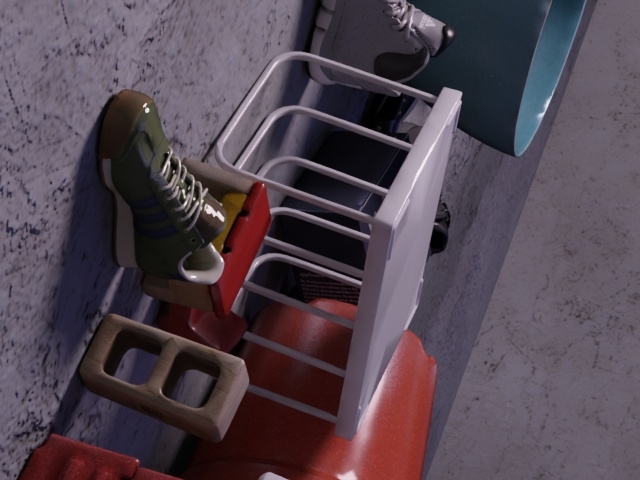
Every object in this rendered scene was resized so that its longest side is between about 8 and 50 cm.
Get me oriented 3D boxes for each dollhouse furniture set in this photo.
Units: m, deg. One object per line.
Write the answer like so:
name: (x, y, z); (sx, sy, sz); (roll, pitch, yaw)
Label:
dollhouse furniture set: (-0.107, 0.152, 1.489); (0.201, 0.152, 0.374); (86, 26, -62)

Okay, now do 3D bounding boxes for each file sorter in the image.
file sorter: (0.000, 0.000, 1.678); (0.277, 0.173, 0.193); (98, 15, -44)

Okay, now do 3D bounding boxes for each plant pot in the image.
plant pot: (-0.008, 0.218, 1.836); (0.272, 0.272, 0.265); (89, 16, -58)
plant pot: (0.163, -0.255, 1.943); (0.290, 0.195, 0.290); (20, 90, -78)

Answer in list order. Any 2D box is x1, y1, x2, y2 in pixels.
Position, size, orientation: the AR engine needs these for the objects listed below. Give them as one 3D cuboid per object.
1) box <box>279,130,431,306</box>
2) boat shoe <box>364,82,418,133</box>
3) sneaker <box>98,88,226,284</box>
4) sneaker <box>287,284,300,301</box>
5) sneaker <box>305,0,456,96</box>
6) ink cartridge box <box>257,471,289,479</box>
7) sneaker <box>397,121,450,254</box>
box: (0.039, -0.008, 1.932); (0.156, 0.093, 0.158); (-57, 143, -48)
boat shoe: (0.068, -0.130, 2.096); (0.042, 0.049, 0.133); (29, 87, -50)
sneaker: (-0.107, -0.033, 1.358); (0.192, 0.086, 0.064); (92, 21, -54)
sneaker: (-0.025, 0.127, 2.029); (0.077, 0.072, 0.178); (-54, 168, -83)
sneaker: (0.069, -0.233, 1.716); (0.086, 0.132, 0.228); (-56, 162, -49)
ink cartridge box: (-0.013, 0.331, 1.405); (0.168, 0.171, 0.232); (-58, 164, -45)
sneaker: (0.098, -0.037, 2.164); (0.286, 0.130, 0.109); (-58, 161, -49)
